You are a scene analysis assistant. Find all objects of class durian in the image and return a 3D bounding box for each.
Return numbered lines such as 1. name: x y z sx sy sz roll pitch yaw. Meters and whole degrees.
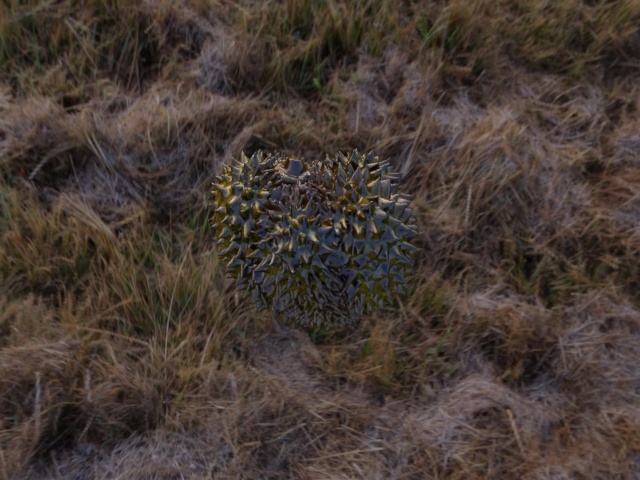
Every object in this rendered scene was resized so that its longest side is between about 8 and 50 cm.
1. durian: 0.000 0.000 0.536 0.158 0.168 0.137 0 43 18
